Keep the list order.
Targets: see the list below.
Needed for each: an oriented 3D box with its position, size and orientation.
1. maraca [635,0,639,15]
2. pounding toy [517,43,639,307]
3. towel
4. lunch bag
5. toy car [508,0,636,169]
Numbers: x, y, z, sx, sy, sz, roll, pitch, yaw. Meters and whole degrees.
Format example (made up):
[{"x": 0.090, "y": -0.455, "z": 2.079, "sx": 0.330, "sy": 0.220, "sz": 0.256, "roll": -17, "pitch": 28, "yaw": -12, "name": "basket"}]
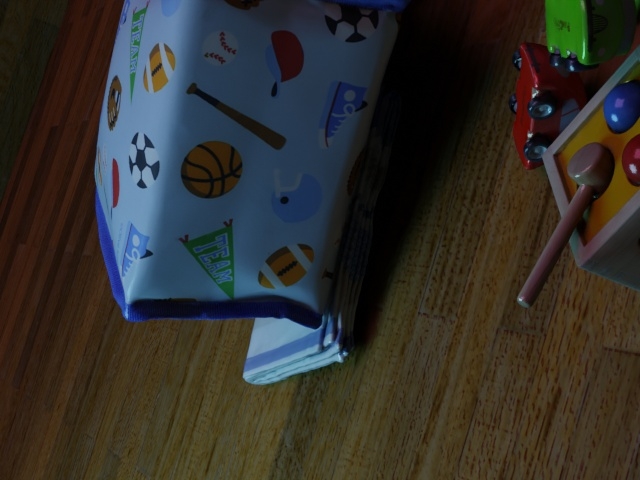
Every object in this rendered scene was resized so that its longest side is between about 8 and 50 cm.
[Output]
[{"x": 0.237, "y": -0.227, "z": 0.883, "sx": 0.186, "sy": 0.099, "sz": 0.127, "roll": 104, "pitch": -175, "yaw": -60, "name": "maraca"}, {"x": 0.193, "y": -0.033, "z": 0.816, "sx": 0.141, "sy": 0.100, "sz": 0.130, "roll": -52, "pitch": 30, "yaw": 35, "name": "pounding toy"}, {"x": 0.000, "y": 0.000, "z": 1.278, "sx": 0.209, "sy": 0.034, "sz": 0.285, "roll": -28, "pitch": 45, "yaw": 59, "name": "towel"}, {"x": -0.091, "y": -0.145, "z": 1.216, "sx": 0.385, "sy": 0.239, "sz": 0.328, "roll": -127, "pitch": 48, "yaw": -59, "name": "lunch bag"}, {"x": 0.173, "y": -0.154, "z": 0.884, "sx": 0.225, "sy": 0.053, "sz": 0.239, "roll": -108, "pitch": 11, "yaw": -76, "name": "toy car"}]
